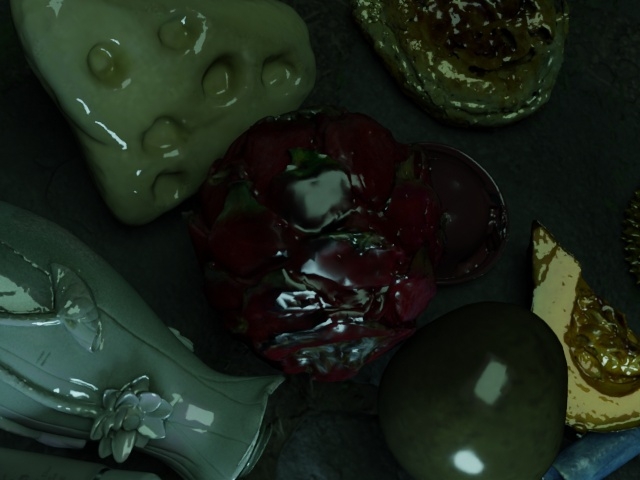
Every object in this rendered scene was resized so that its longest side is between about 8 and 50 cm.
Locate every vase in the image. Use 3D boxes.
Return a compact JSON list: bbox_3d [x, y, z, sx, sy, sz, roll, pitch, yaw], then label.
[{"bbox_3d":[-0.262,0.133,1.821,0.445,0.250,0.250,30,68,-5],"label":"vase"}]

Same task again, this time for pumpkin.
[{"bbox_3d":[0.308,0.132,2.023,0.163,0.111,0.278,-42,80,-7],"label":"pumpkin"}]

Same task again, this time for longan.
[{"bbox_3d":[0.187,0.199,1.897,0.246,0.246,0.215,0,46,-13],"label":"longan"}]

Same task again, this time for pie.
[{"bbox_3d":[0.202,-0.279,2.136,0.308,0.085,0.308,4,71,-13],"label":"pie"}]

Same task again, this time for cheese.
[{"bbox_3d":[-0.175,-0.233,1.914,0.328,0.129,0.351,-32,120,-13],"label":"cheese"}]

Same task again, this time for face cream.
[{"bbox_3d":[-0.321,0.288,1.768,0.314,0.089,0.143,0,71,22],"label":"face cream"}]

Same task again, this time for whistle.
[{"bbox_3d":[0.412,0.229,2.025,0.304,0.062,0.062,-30,80,-20],"label":"whistle"}]

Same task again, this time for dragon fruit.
[{"bbox_3d":[-0.001,0.000,1.867,0.329,0.329,0.329,4,71,-12],"label":"dragon fruit"}]

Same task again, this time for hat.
[{"bbox_3d":[0.149,-0.039,2.040,0.205,0.089,0.205,4,71,-12],"label":"hat"}]

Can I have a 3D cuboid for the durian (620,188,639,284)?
[{"bbox_3d":[0.505,-0.004,2.084,0.193,0.138,0.237,-15,76,-17],"label":"durian"}]
